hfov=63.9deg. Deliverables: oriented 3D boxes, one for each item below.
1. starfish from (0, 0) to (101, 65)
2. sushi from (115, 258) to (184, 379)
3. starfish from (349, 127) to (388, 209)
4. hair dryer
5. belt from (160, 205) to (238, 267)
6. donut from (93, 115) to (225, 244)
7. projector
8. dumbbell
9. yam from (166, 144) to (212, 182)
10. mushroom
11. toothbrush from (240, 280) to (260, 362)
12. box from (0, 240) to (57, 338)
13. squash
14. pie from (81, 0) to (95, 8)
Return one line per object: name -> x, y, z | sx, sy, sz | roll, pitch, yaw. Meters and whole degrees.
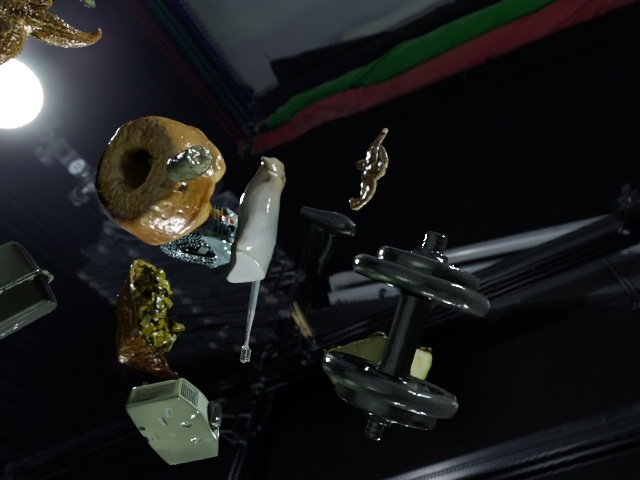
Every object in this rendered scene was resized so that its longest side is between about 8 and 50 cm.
starfish -> -0.482, -0.374, 0.830 | 0.043, 0.241, 0.227 | -155, -102, -69
sushi -> -0.418, 0.187, 1.265 | 0.179, 0.167, 0.296 | -19, -127, 16
starfish -> 0.127, -0.171, 1.252 | 0.150, 0.053, 0.209 | 39, -64, 61
hair dryer -> 0.000, 0.000, 0.666 | 0.079, 0.031, 0.083 | 20, -92, 25
belt -> -0.368, -0.017, 1.626 | 0.207, 0.258, 0.150 | 127, -31, -55
donut -> -0.367, -0.138, 1.154 | 0.317, 0.150, 0.299 | -8, -111, 31
projector -> -0.356, 0.461, 1.321 | 0.194, 0.269, 0.088 | -12, -145, 5
dumbbell -> 0.113, 0.126, 0.696 | 0.192, 0.192, 0.289 | 14, -96, 51
yam -> -0.187, -0.106, 0.722 | 0.094, 0.043, 0.043 | -2, -134, 53
mushroom -> -0.178, -0.069, 1.476 | 0.126, 0.177, 0.397 | 12, -128, -6
toothbrush -> -0.200, 0.189, 1.521 | 0.030, 0.025, 0.342 | -8, -108, 57
box -> -0.752, 0.140, 1.147 | 0.291, 0.166, 0.220 | -33, -179, -24
squash -> 0.059, 0.232, 0.961 | 0.252, 0.169, 0.093 | -9, -114, 36
pie -> -0.552, -0.574, 1.178 | 0.017, 0.085, 0.085 | -32, -147, 5
